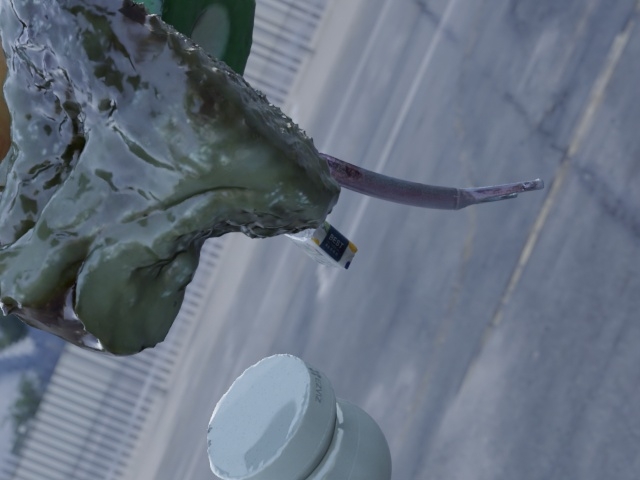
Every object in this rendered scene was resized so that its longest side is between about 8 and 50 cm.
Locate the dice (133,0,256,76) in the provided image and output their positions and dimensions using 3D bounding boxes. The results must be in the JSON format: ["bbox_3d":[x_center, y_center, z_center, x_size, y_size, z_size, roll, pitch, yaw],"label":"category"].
[{"bbox_3d":[-0.290,-0.342,2.411,0.287,0.300,0.297,-23,-54,-57],"label":"dice"}]

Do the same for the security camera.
[{"bbox_3d":[-0.009,0.278,2.018,0.194,0.236,0.194,-30,40,28],"label":"security camera"}]

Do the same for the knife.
[{"bbox_3d":[0.128,-0.068,1.915,0.123,0.278,0.053,143,133,-75],"label":"knife"}]

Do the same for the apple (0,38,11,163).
[{"bbox_3d":[-0.492,-0.091,1.896,0.391,0.391,0.346,121,156,-51],"label":"apple"}]

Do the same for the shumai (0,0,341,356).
[{"bbox_3d":[-0.208,-0.063,1.528,0.323,0.397,0.324,-53,-12,5],"label":"shumai"}]

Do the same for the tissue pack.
[{"bbox_3d":[0.000,0.000,2.034,0.062,0.083,0.042,14,70,50],"label":"tissue pack"}]
